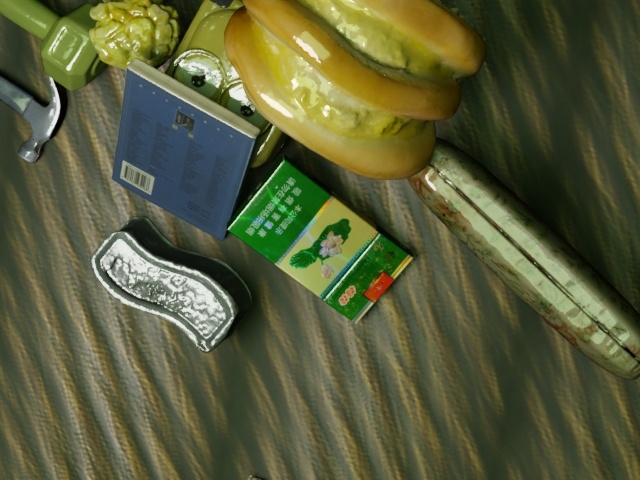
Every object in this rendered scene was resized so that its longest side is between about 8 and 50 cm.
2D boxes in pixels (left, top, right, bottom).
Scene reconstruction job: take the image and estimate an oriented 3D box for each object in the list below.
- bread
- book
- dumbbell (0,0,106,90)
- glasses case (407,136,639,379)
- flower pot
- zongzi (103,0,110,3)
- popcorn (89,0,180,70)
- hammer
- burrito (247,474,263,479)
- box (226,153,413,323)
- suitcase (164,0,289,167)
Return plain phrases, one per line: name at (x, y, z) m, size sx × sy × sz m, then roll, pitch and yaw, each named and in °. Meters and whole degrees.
bread at (0.042, -0.230, 1.443) m, size 0.315 × 0.211 × 0.270 m, roll 33°, pitch 83°, yaw -13°
book at (-0.189, -0.116, 1.609) m, size 0.190 × 0.025 × 0.269 m, roll 29°, pitch 147°, yaw 3°
dumbbell at (-0.429, -0.332, 1.659) m, size 0.302 × 0.108 × 0.121 m, roll 33°, pitch 101°, yaw 3°
glasses case at (0.279, 0.022, 1.580) m, size 0.425 × 0.156 × 0.098 m, roll 43°, pitch 96°, yaw 0°
flower pot at (-0.212, 0.059, 1.691) m, size 0.229 × 0.108 × 0.103 m, roll 31°, pitch 102°, yaw 2°
zongzi at (-0.302, -0.391, 1.587) m, size 0.099 × 0.197 × 0.195 m, roll -17°, pitch 100°, yaw 28°
popcorn at (-0.247, -0.279, 1.589) m, size 0.120 × 0.106 × 0.116 m, roll -36°, pitch 81°, yaw -1°
hammer at (-0.496, -0.251, 1.720) m, size 0.289 × 0.037 × 0.137 m, roll 36°, pitch 103°, yaw 2°
burrito at (-0.133, 0.434, 1.776) m, size 0.185 × 0.041 × 0.045 m, roll -56°, pitch 46°, yaw 14°
box at (0.000, 0.000, 1.654) m, size 0.235 × 0.034 × 0.132 m, roll 37°, pitch 102°, yaw -15°
suitcase at (-0.103, -0.226, 1.607) m, size 0.193 × 0.143 × 0.235 m, roll 32°, pitch 103°, yaw 3°
